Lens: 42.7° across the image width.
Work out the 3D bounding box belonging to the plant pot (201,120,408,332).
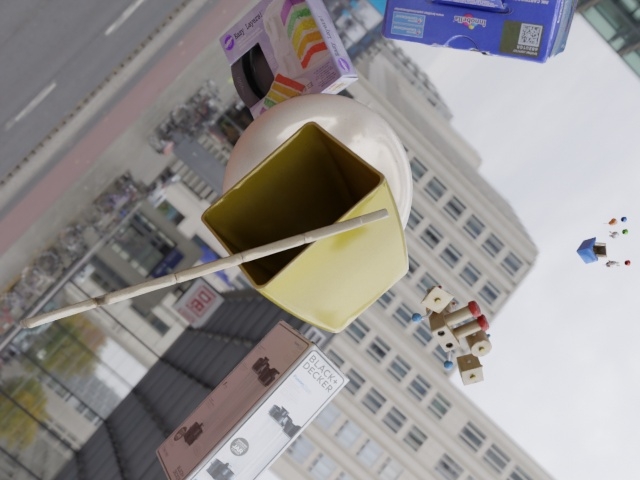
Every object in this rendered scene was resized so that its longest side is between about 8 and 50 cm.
[{"bbox_3d":[0.000,0.000,1.133,0.212,0.187,0.212,-42,-140,-3],"label":"plant pot"}]

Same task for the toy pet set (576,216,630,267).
[{"bbox_3d":[0.689,0.009,2.001,0.114,0.065,0.122,156,-64,-62],"label":"toy pet set"}]

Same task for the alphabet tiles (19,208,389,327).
[{"bbox_3d":[-0.115,0.028,0.794,0.342,0.011,0.285,-18,-179,-23],"label":"alphabet tiles"}]

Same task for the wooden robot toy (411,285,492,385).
[{"bbox_3d":[0.166,0.098,1.024,0.076,0.173,0.079,-28,-147,11],"label":"wooden robot toy"}]

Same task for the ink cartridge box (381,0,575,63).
[{"bbox_3d":[0.272,-0.389,1.353,0.395,0.270,0.151,-38,138,-63],"label":"ink cartridge box"}]

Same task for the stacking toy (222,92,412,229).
[{"bbox_3d":[-0.057,-0.118,1.630,0.350,0.350,0.480,-48,-160,-4],"label":"stacking toy"}]

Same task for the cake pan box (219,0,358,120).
[{"bbox_3d":[-0.076,-0.383,1.716,0.267,0.246,0.070,-28,170,39],"label":"cake pan box"}]

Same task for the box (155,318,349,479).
[{"bbox_3d":[-0.107,0.267,1.247,0.290,0.087,0.169,-47,-160,-10],"label":"box"}]
